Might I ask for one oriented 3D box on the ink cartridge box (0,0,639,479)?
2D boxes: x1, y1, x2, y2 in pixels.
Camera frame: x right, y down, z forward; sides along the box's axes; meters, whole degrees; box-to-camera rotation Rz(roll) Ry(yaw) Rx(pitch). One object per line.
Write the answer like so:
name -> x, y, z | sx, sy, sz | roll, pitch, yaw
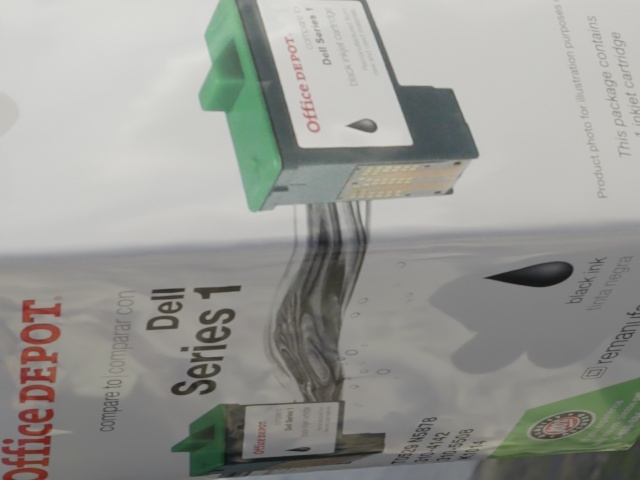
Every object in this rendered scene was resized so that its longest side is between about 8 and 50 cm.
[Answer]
ink cartridge box -> 0.000, 0.000, 0.472 | 0.160, 0.219, 0.092 | 108, 156, -60
